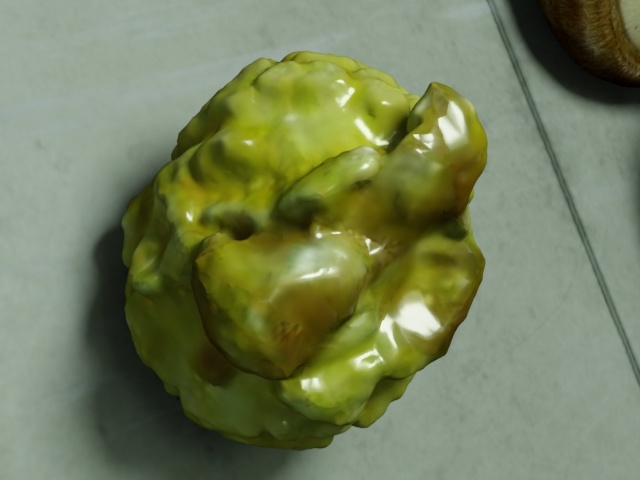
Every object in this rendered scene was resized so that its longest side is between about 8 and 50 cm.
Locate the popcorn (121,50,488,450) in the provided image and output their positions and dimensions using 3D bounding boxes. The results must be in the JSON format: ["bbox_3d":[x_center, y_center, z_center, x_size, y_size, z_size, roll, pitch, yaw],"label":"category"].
[{"bbox_3d":[0.000,0.000,0.940,0.206,0.251,0.237,35,52,-17],"label":"popcorn"}]

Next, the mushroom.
[{"bbox_3d":[0.269,-0.237,1.305,0.231,0.194,0.138,-3,33,-34],"label":"mushroom"}]
